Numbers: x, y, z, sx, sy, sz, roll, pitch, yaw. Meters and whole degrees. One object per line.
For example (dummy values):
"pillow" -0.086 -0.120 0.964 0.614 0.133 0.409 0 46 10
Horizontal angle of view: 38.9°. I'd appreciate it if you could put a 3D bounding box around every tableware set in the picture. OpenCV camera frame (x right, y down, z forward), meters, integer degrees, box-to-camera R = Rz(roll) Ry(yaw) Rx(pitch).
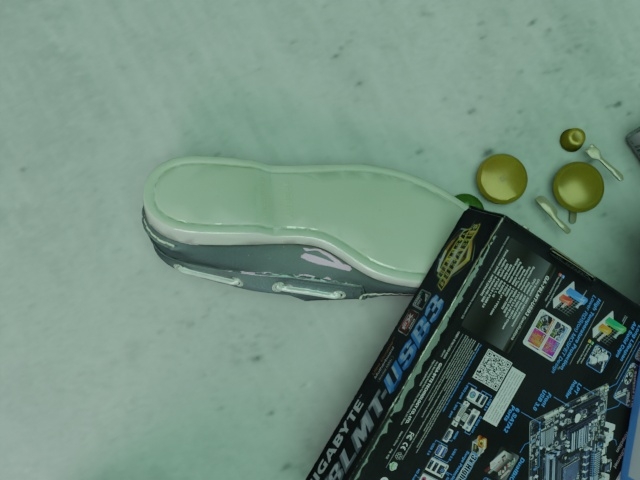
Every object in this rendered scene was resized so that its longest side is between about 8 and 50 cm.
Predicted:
"tableware set" 0.197 -0.045 0.852 0.154 0.024 0.104 -43 87 -2

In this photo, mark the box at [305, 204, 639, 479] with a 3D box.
"box" 0.175 0.168 0.775 0.293 0.073 0.295 30 88 -22

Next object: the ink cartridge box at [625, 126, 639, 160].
"ink cartridge box" 0.434 -0.086 0.849 0.232 0.066 0.189 -34 90 0

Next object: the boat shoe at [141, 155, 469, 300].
"boat shoe" 0.000 0.000 0.815 0.319 0.099 0.116 8 55 -8

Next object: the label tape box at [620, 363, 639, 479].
"label tape box" 0.443 0.111 0.767 0.348 0.115 0.249 8 91 -18
